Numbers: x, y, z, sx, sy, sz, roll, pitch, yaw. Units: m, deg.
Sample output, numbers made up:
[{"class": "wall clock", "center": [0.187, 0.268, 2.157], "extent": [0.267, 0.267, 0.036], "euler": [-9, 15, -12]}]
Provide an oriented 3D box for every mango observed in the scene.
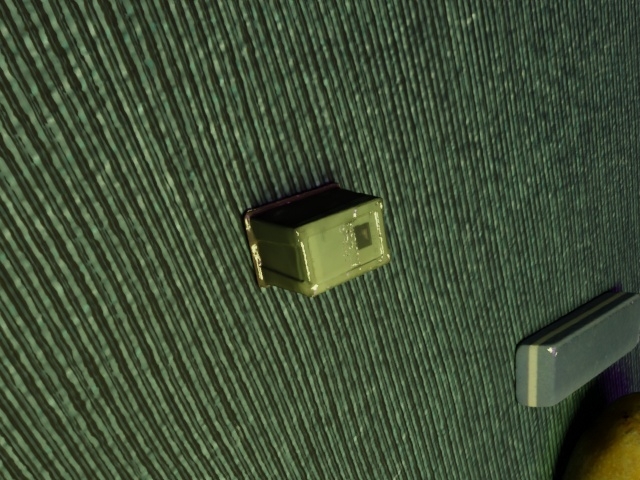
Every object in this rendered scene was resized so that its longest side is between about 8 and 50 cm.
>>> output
[{"class": "mango", "center": [0.392, 0.336, 0.645], "extent": [0.192, 0.146, 0.317], "euler": [-3, 119, -35]}]

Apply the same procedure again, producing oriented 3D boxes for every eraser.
[{"class": "eraser", "center": [0.324, 0.130, 0.613], "extent": [0.224, 0.036, 0.082], "euler": [-17, 108, -31]}]

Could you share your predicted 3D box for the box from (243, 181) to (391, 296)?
[{"class": "box", "center": [0.000, 0.000, 0.345], "extent": [0.084, 0.063, 0.060], "euler": [-20, 111, -30]}]
